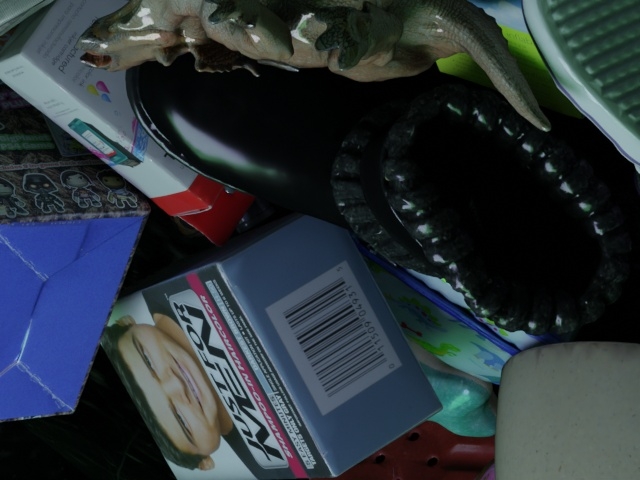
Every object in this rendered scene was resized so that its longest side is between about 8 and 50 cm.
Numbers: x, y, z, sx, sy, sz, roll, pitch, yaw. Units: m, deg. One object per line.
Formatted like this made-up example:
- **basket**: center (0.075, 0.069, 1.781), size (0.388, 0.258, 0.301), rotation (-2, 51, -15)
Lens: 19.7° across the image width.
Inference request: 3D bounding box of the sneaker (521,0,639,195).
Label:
- **sneaker**: center (0.198, -0.062, 1.070), size (0.282, 0.102, 0.161), rotation (39, 164, -19)

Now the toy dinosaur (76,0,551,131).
- **toy dinosaur**: center (0.005, -0.134, 1.049), size (0.295, 0.127, 0.200), rotation (18, 169, 11)

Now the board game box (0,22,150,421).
- **board game box**: center (-0.287, -0.030, 1.517), size (0.291, 0.141, 0.232), rotation (56, 136, 37)

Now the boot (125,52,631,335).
- **boot**: center (0.028, -0.059, 1.191), size (0.348, 0.131, 0.260), rotation (23, -175, -1)

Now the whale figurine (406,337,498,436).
- **whale figurine**: center (0.037, 0.126, 1.736), size (0.272, 0.141, 0.216), rotation (26, 160, 25)

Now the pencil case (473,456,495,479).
- **pencil case**: center (0.295, 0.329, 1.686), size (0.167, 0.160, 0.386), rotation (-33, 99, 41)

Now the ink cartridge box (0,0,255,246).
- **ink cartridge box**: center (-0.114, -0.113, 1.387), size (0.231, 0.134, 0.078), rotation (39, 160, -20)

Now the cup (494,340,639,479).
- **cup**: center (0.272, 0.246, 1.389), size (0.331, 0.237, 0.331), rotation (14, 161, 5)

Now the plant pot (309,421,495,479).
- **plant pot**: center (0.127, 0.295, 1.873), size (0.272, 0.272, 0.265), rotation (17, 148, 40)

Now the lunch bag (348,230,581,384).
- **lunch bag**: center (0.100, 0.024, 1.467), size (0.219, 0.090, 0.176), rotation (35, 159, -9)

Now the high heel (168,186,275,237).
- **high heel**: center (-0.117, -0.098, 1.572), size (0.186, 0.093, 0.261), rotation (59, 170, -8)

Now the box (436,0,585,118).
- **box**: center (0.101, -0.150, 1.086), size (0.109, 0.042, 0.178), rotation (23, 159, 30)

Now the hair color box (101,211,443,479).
- **hair color box**: center (-0.061, 0.096, 1.533), size (0.185, 0.113, 0.374), rotation (62, 157, -4)

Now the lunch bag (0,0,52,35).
- **lunch bag**: center (-0.300, -0.230, 1.267), size (0.287, 0.169, 0.235), rotation (-20, 102, 54)
